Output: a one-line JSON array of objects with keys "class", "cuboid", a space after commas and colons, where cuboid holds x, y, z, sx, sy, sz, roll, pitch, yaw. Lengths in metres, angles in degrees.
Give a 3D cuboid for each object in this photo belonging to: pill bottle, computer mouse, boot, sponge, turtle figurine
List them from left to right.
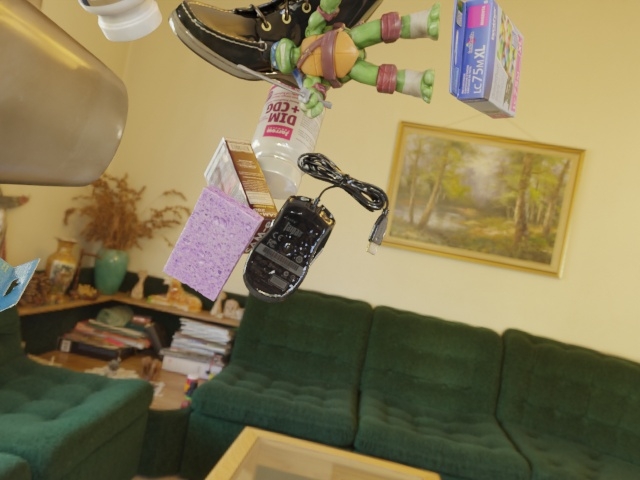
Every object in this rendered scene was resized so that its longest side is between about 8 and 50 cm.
[{"class": "pill bottle", "cuboid": [-0.413, -0.530, 0.944, 0.153, 0.153, 0.264, 11, -34, 20]}, {"class": "sponge", "cuboid": [-0.203, 0.009, 0.928, 0.117, 0.210, 0.031, 33, 27, -2]}, {"class": "pill bottle", "cuboid": [-0.089, -0.258, 1.275, 0.161, 0.283, 0.160, 11, -25, 5]}, {"class": "boot", "cuboid": [-0.040, -0.408, 0.846, 0.377, 0.138, 0.284, -1, -35, -47]}, {"class": "computer mouse", "cuboid": [0.000, 0.000, 0.817, 0.184, 0.262, 0.060, 25, -14, 1]}, {"class": "turtle figurine", "cuboid": [0.033, -0.282, 0.718, 0.267, 0.197, 0.274, 5, -22, 11]}]

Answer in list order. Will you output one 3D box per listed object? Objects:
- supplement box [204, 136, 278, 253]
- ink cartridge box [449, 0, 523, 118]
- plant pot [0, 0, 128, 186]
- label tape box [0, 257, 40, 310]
[{"class": "supplement box", "cuboid": [-0.181, -0.102, 1.121, 0.073, 0.239, 0.130, 2, -37, -37]}, {"class": "ink cartridge box", "cuboid": [0.345, -0.364, 1.016, 0.065, 0.185, 0.311, 8, 8, 36]}, {"class": "plant pot", "cuboid": [-0.448, -0.208, 0.704, 0.323, 0.323, 0.280, 11, -4, 43]}, {"class": "label tape box", "cuboid": [-0.856, 0.103, 1.118, 0.348, 0.115, 0.249, -18, 28, -8]}]
